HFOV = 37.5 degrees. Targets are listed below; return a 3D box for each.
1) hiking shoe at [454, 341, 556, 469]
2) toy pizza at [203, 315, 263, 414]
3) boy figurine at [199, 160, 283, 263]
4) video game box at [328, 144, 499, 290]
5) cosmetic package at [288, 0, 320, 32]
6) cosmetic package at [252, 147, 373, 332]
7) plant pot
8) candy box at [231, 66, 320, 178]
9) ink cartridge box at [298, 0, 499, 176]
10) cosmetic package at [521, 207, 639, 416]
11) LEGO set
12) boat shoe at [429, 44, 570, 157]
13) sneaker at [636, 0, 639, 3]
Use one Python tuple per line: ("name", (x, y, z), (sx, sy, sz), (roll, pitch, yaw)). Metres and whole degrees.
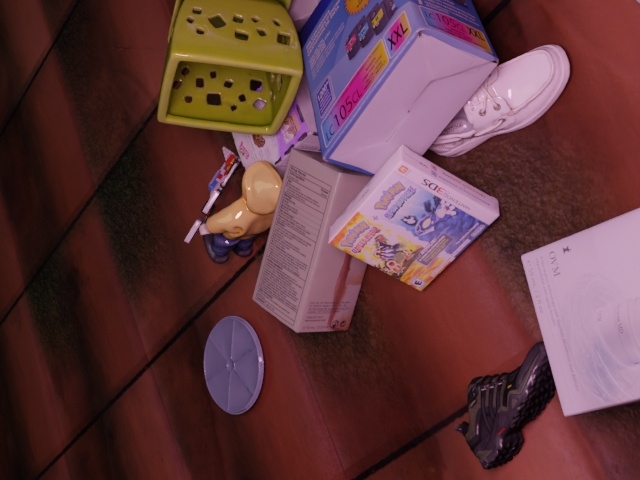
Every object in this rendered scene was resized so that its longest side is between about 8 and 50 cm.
("hiking shoe", (0.267, 0.228, 1.395), (0.114, 0.086, 0.226), (43, 121, 36))
("toy pizza", (-0.173, 0.255, 1.933), (0.201, 0.032, 0.201), (-4, 85, 48))
("boy figurine", (-0.145, -0.049, 1.790), (0.092, 0.177, 0.285), (64, 151, 17))
("video game box", (0.143, -0.030, 1.473), (0.205, 0.187, 0.048), (-49, 20, 36))
("cosmetic package", (-0.012, -0.509, 1.725), (0.127, 0.107, 0.237), (-2, 90, 50))
("cosmetic package", (0.000, 0.000, 1.673), (0.153, 0.129, 0.296), (34, 114, 45))
("plant pot", (-0.163, -0.334, 1.660), (0.228, 0.227, 0.207), (124, 148, -61))
("candy box", (-0.081, -0.215, 1.815), (0.196, 0.070, 0.164), (-41, 60, 39))
("ink cartridge box", (0.101, -0.325, 1.500), (0.270, 0.151, 0.395), (-51, 32, 35))
("cosmetic package", (0.407, 0.089, 1.203), (0.225, 0.138, 0.224), (-27, 69, 43))
("LEGO set", (-0.223, -0.095, 1.891), (0.182, 0.060, 0.244), (-58, 5, 5))
("boat shoe", (0.248, -0.205, 1.422), (0.277, 0.096, 0.098), (-34, 64, 43))
("sneaker", (0.426, -0.431, 1.238), (0.104, 0.095, 0.236), (29, 111, 54))
